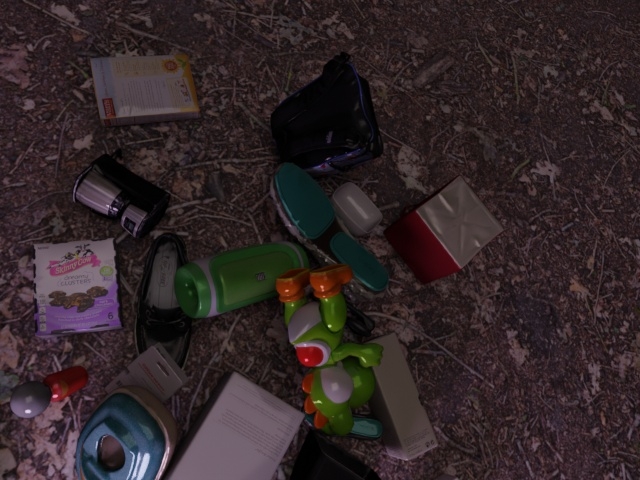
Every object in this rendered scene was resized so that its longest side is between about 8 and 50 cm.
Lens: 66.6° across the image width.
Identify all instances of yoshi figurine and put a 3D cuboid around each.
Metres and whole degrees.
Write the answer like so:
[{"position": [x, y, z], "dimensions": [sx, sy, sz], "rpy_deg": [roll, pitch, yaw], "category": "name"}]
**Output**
[{"position": [0.028, 0.233, 1.074], "dimensions": [0.203, 0.203, 0.362], "rpy_deg": [-11, 94, -12], "category": "yoshi figurine"}]

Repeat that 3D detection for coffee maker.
[{"position": [-0.440, -0.113, 1.119], "dimensions": [0.178, 0.120, 0.171], "rpy_deg": [32, 67, -6], "category": "coffee maker"}]

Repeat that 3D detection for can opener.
[{"position": [0.058, 0.172, 1.218], "dimensions": [0.186, 0.073, 0.059], "rpy_deg": [39, 75, 7], "category": "can opener"}]

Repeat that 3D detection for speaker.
[{"position": [-0.168, 0.081, 1.094], "dimensions": [0.296, 0.131, 0.131], "rpy_deg": [-14, 77, -42], "category": "speaker"}]

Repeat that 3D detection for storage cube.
[{"position": [0.316, -0.025, 1.281], "dimensions": [0.183, 0.193, 0.215], "rpy_deg": [-36, 87, -23], "category": "storage cube"}]

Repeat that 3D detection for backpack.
[{"position": [0.015, -0.286, 1.246], "dimensions": [0.263, 0.213, 0.277], "rpy_deg": [-17, 72, 19], "category": "backpack"}]

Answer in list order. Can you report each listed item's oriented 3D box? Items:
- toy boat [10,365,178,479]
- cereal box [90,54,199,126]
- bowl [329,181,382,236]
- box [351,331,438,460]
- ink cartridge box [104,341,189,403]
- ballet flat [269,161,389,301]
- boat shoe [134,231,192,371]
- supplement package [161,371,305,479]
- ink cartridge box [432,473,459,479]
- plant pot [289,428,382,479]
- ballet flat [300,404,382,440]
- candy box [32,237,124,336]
[{"position": [-0.436, 0.368, 0.931], "dimensions": [0.318, 0.148, 0.267], "rpy_deg": [35, 110, 14], "category": "toy boat"}, {"position": [-0.444, -0.384, 1.238], "dimensions": [0.240, 0.047, 0.173], "rpy_deg": [-10, 77, -19], "category": "cereal box"}, {"position": [0.084, -0.076, 1.281], "dimensions": [0.142, 0.053, 0.142], "rpy_deg": [48, 35, 0], "category": "bowl"}, {"position": [0.170, 0.367, 1.164], "dimensions": [0.094, 0.113, 0.275], "rpy_deg": [-16, 80, -21], "category": "box"}, {"position": [-0.346, 0.286, 0.999], "dimensions": [0.104, 0.180, 0.060], "rpy_deg": [51, 24, 2], "category": "ink cartridge box"}, {"position": [0.000, 0.000, 1.205], "dimensions": [0.147, 0.147, 0.409], "rpy_deg": [-41, 93, -23], "category": "ballet flat"}, {"position": [-0.340, 0.141, 1.075], "dimensions": [0.127, 0.113, 0.340], "rpy_deg": [8, 72, -14], "category": "boat shoe"}, {"position": [-0.194, 0.441, 0.995], "dimensions": [0.177, 0.175, 0.293], "rpy_deg": [34, 67, -7], "category": "supplement package"}, {"position": [0.250, 0.646, 1.126], "dimensions": [0.198, 0.067, 0.115], "rpy_deg": [-21, 81, -21], "category": "ink cartridge box"}, {"position": [0.022, 0.544, 1.036], "dimensions": [0.188, 0.187, 0.167], "rpy_deg": [35, 80, -4], "category": "plant pot"}, {"position": [0.044, 0.423, 1.130], "dimensions": [0.203, 0.074, 0.074], "rpy_deg": [17, 70, -10], "category": "ballet flat"}, {"position": [-0.523, 0.101, 1.055], "dimensions": [0.164, 0.070, 0.196], "rpy_deg": [-6, 76, -18], "category": "candy box"}]
